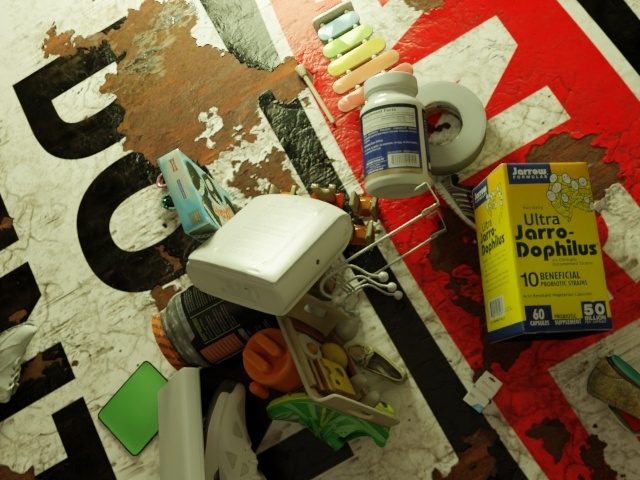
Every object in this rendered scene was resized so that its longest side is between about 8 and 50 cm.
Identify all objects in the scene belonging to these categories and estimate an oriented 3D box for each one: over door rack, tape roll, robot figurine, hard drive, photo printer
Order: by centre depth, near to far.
[{"bbox_3d":[-0.096,0.011,1.519,0.256,0.107,0.307,13,42,31],"label":"photo printer"},{"bbox_3d":[-0.307,0.483,1.561,0.047,0.233,0.352,4,63,-26],"label":"hard drive"},{"bbox_3d":[0.162,0.043,1.578,0.324,0.239,0.108,-43,70,0],"label":"over door rack"},{"bbox_3d":[-0.089,0.269,1.591,0.128,0.219,0.158,-7,67,18],"label":"robot figurine"},{"bbox_3d":[0.289,-0.270,1.714,0.219,0.072,0.219,-3,76,11],"label":"tape roll"}]

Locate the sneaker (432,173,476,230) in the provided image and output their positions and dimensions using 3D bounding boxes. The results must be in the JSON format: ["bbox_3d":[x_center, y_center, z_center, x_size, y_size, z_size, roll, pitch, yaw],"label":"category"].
[{"bbox_3d":[0.341,-0.091,1.664,0.075,0.063,0.170,-41,67,7],"label":"sneaker"}]

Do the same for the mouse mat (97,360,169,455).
[{"bbox_3d":[-0.441,0.410,1.742,0.153,0.007,0.189,41,87,17],"label":"mouse mat"}]

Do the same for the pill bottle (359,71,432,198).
[{"bbox_3d":[0.168,-0.238,1.615,0.153,0.153,0.264,-5,77,11],"label":"pill bottle"}]

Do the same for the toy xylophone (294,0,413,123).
[{"bbox_3d":[0.074,-0.432,1.793,0.236,0.081,0.322,-37,72,2],"label":"toy xylophone"}]

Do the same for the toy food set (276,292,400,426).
[{"bbox_3d":[0.041,0.244,1.509,0.092,0.220,0.306,-44,43,16],"label":"toy food set"}]

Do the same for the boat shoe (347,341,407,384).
[{"bbox_3d":[0.128,0.280,1.630,0.153,0.048,0.056,33,85,17],"label":"boat shoe"}]

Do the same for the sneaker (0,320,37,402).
[{"bbox_3d":[-0.810,0.333,1.803,0.129,0.111,0.297,39,91,2],"label":"sneaker"}]

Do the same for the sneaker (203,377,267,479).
[{"bbox_3d":[-0.135,0.539,1.588,0.258,0.169,0.447,3,86,4],"label":"sneaker"}]

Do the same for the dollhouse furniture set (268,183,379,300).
[{"bbox_3d":[0.000,0.000,1.703,0.262,0.135,0.259,5,67,13],"label":"dollhouse furniture set"}]

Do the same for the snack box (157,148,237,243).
[{"bbox_3d":[-0.260,-0.070,1.651,0.060,0.322,0.187,-26,73,5],"label":"snack box"}]

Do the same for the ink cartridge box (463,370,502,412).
[{"bbox_3d":[0.361,0.336,1.577,0.048,0.028,0.083,39,87,17],"label":"ink cartridge box"}]

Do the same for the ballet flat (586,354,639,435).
[{"bbox_3d":[0.706,0.379,1.461,0.349,0.123,0.123,38,87,17],"label":"ballet flat"}]

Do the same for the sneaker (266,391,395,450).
[{"bbox_3d":[0.016,0.406,1.592,0.296,0.109,0.123,4,74,12],"label":"sneaker"}]

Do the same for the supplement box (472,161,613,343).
[{"bbox_3d":[0.463,0.031,1.516,0.194,0.195,0.356,-2,76,-8],"label":"supplement box"}]

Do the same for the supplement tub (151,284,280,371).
[{"bbox_3d":[-0.218,0.168,1.654,0.316,0.193,0.193,-28,73,3],"label":"supplement tub"}]

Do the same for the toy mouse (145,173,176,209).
[{"bbox_3d":[-0.385,-0.130,1.845,0.143,0.031,0.161,-28,73,4],"label":"toy mouse"}]
